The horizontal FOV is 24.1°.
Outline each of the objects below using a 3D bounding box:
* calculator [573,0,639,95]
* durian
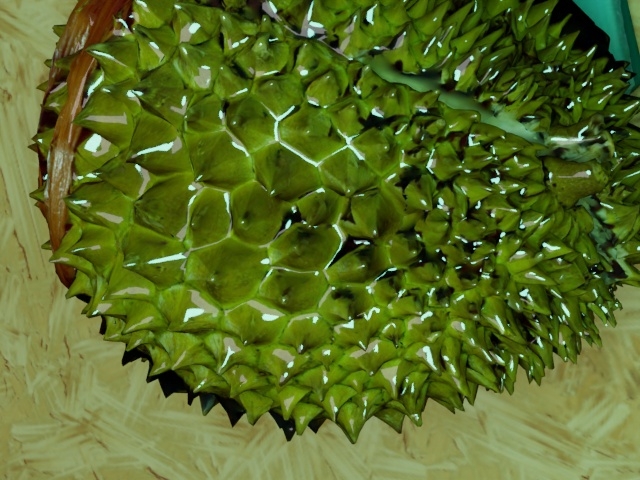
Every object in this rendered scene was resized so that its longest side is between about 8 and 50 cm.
[{"bbox_3d":[0.079,-0.195,1.026,0.274,0.058,0.248,-9,104,31],"label":"calculator"},{"bbox_3d":[0.002,-0.048,0.891,0.384,0.348,0.347,5,111,44],"label":"durian"}]
